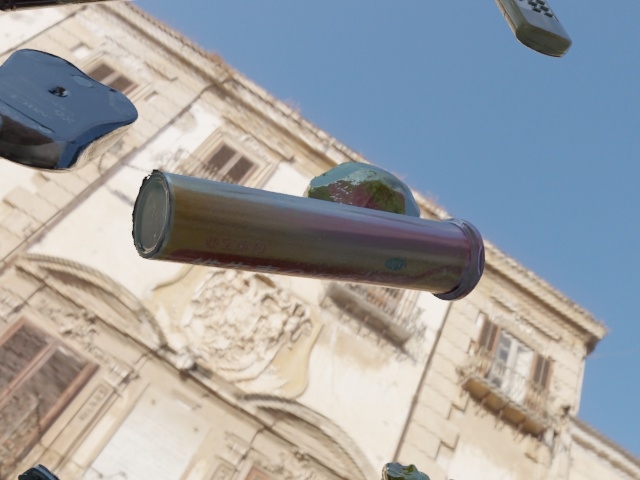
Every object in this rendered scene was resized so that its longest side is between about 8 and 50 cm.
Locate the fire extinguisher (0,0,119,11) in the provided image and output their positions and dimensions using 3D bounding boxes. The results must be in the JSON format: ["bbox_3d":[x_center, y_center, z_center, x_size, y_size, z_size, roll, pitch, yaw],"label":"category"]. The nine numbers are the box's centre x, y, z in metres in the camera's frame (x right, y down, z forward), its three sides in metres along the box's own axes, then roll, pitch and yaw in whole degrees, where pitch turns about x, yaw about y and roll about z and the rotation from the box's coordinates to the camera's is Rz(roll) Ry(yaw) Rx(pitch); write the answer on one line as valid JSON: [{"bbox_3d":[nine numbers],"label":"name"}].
[{"bbox_3d":[-0.431,-0.426,1.297,0.337,0.114,0.136,-9,-66,-14],"label":"fire extinguisher"}]

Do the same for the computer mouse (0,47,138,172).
[{"bbox_3d":[-0.333,-0.127,0.901,0.167,0.379,0.090,31,-69,0],"label":"computer mouse"}]

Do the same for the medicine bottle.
[{"bbox_3d":[0.000,0.000,0.920,0.425,0.108,0.108,8,-41,-34],"label":"medicine bottle"}]

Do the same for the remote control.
[{"bbox_3d":[0.305,-0.367,1.224,0.098,0.234,0.038,12,-47,-28],"label":"remote control"}]

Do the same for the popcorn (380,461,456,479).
[{"bbox_3d":[0.096,0.440,0.987,0.312,0.312,0.312,12,-54,16],"label":"popcorn"}]

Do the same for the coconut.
[{"bbox_3d":[0.075,-0.036,1.471,0.235,0.236,0.205,31,-79,1],"label":"coconut"}]

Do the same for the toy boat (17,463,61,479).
[{"bbox_3d":[-0.407,0.405,1.211,0.059,0.066,0.140,-35,-86,21],"label":"toy boat"}]
